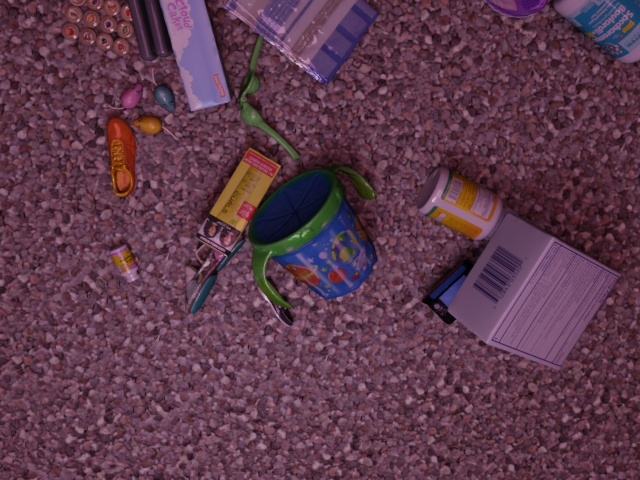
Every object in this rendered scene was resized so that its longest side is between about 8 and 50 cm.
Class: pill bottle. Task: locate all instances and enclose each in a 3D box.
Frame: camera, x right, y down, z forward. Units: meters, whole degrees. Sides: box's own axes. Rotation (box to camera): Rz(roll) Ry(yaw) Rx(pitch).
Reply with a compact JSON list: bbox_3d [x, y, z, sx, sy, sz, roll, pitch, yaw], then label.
[{"bbox_3d":[0.640,-0.478,1.680,0.264,0.146,0.146,34,99,-10],"label":"pill bottle"},{"bbox_3d":[-0.441,0.052,1.785,0.043,0.043,0.083,-24,104,2],"label":"pill bottle"},{"bbox_3d":[0.333,-0.072,1.770,0.209,0.117,0.117,25,100,-9],"label":"pill bottle"}]

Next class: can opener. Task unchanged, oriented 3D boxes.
[{"bbox_3d":[-0.378,-0.514,1.630,0.074,0.093,0.280,-7,106,23],"label":"can opener"}]

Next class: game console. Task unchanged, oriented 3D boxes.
[{"bbox_3d":[0.316,0.121,1.830,0.144,0.085,0.124,-43,102,7],"label":"game console"}]

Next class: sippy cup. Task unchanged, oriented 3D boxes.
[{"bbox_3d":[0.000,0.000,1.714,0.306,0.240,0.224,-35,120,10],"label":"sippy cup"}]

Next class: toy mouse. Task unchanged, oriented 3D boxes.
[{"bbox_3d":[-0.375,-0.304,1.712,0.161,0.031,0.143,13,102,-7],"label":"toy mouse"}]

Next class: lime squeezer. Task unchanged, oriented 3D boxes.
[{"bbox_3d":[-0.127,-0.318,1.713,0.110,0.059,0.310,-12,103,-1],"label":"lime squeezer"}]

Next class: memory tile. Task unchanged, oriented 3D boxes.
[{"bbox_3d":[-0.469,-0.465,1.678,0.148,0.012,0.113,16,101,-7],"label":"memory tile"}]

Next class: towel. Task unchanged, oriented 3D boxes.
[{"bbox_3d":[-0.041,-0.493,1.680,0.285,0.034,0.209,36,88,-13],"label":"towel"}]

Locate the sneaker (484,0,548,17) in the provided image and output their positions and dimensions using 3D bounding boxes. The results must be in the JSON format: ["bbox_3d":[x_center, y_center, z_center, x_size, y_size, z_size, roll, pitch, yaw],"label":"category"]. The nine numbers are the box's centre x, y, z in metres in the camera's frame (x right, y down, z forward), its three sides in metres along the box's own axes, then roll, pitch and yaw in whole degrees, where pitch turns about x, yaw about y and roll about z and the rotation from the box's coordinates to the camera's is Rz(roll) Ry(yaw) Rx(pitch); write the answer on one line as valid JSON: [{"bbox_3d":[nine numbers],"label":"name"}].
[{"bbox_3d":[0.378,-0.545,1.670,0.237,0.104,0.095,22,99,-10],"label":"sneaker"}]

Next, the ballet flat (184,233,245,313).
[{"bbox_3d":[-0.258,0.059,1.791,0.079,0.077,0.221,35,94,9],"label":"ballet flat"}]

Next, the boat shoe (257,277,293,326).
[{"bbox_3d":[-0.096,0.144,1.830,0.038,0.046,0.125,-35,95,9],"label":"boat shoe"}]

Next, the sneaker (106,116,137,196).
[{"bbox_3d":[-0.431,-0.181,1.720,0.064,0.067,0.175,-8,102,0],"label":"sneaker"}]

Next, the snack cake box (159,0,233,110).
[{"bbox_3d":[-0.258,-0.409,1.634,0.089,0.152,0.264,-14,103,0],"label":"snack cake box"}]

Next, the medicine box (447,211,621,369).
[{"bbox_3d":[0.476,0.116,1.752,0.289,0.149,0.263,22,102,-38],"label":"medicine box"}]

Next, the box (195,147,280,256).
[{"bbox_3d":[-0.180,-0.082,1.731,0.087,0.058,0.232,32,83,-4],"label":"box"}]
